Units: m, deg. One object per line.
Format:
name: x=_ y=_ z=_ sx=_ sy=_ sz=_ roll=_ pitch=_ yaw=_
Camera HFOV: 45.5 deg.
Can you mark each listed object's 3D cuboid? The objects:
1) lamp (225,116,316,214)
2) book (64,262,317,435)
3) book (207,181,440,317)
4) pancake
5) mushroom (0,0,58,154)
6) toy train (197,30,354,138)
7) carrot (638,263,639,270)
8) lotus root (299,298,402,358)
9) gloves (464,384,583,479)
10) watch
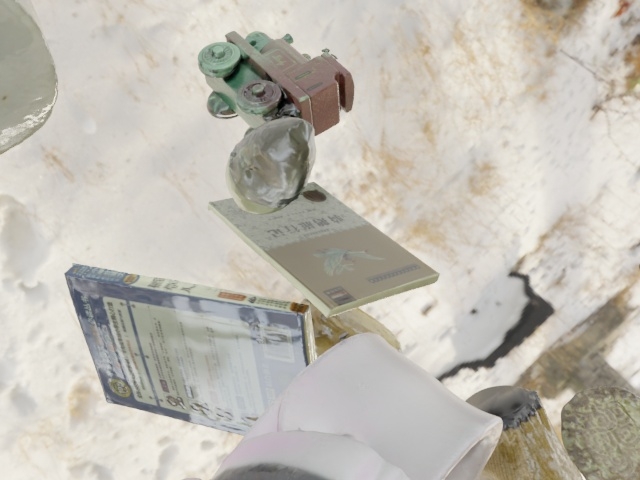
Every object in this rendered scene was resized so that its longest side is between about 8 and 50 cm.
lamp: x=-0.061 y=-0.088 z=0.931 sx=0.101 sy=0.101 sz=0.250 roll=-26 pitch=178 yaw=-25
book: x=-0.204 y=0.194 z=1.253 sx=0.039 sy=0.427 sz=0.300 roll=-56 pitch=148 yaw=-50
book: x=0.000 y=0.000 z=1.158 sx=0.216 sy=0.310 sz=0.021 roll=-13 pitch=128 yaw=-38
pancake: x=0.518 y=0.347 z=1.310 sx=0.235 sy=0.211 sz=0.029 roll=-71 pitch=170 yaw=-46
mushroom: x=-0.334 y=-0.236 z=0.632 sx=0.126 sy=0.397 sz=0.177 roll=-11 pitch=139 yaw=-38
toy train: x=-0.097 y=-0.304 z=1.472 sx=0.221 sy=0.304 sz=0.150 roll=-33 pitch=147 yaw=-19
carrot: x=0.639 y=0.102 z=1.430 sx=0.035 sy=0.165 sz=0.036 roll=-36 pitch=-165 yaw=11
lotus root: x=0.064 y=0.228 z=1.634 sx=0.160 sy=0.284 sz=0.146 roll=-52 pitch=-173 yaw=31
gloves: x=0.305 y=0.386 z=1.101 sx=0.203 sy=0.357 sz=0.155 roll=-13 pitch=178 yaw=44
watch: x=0.030 y=0.167 z=0.458 sx=0.231 sy=0.196 sz=0.244 roll=-24 pitch=143 yaw=-47
